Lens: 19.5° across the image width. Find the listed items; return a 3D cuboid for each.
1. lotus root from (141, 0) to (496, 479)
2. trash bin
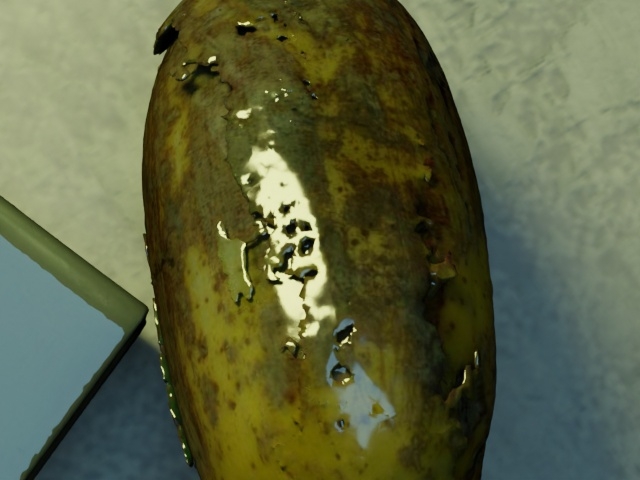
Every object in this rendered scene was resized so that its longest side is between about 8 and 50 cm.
[{"bbox_3d":[0.000,0.000,0.972,0.179,0.196,0.397,2,52,-20],"label":"lotus root"},{"bbox_3d":[-0.234,0.033,1.009,0.240,0.122,0.164,37,79,0],"label":"trash bin"}]
